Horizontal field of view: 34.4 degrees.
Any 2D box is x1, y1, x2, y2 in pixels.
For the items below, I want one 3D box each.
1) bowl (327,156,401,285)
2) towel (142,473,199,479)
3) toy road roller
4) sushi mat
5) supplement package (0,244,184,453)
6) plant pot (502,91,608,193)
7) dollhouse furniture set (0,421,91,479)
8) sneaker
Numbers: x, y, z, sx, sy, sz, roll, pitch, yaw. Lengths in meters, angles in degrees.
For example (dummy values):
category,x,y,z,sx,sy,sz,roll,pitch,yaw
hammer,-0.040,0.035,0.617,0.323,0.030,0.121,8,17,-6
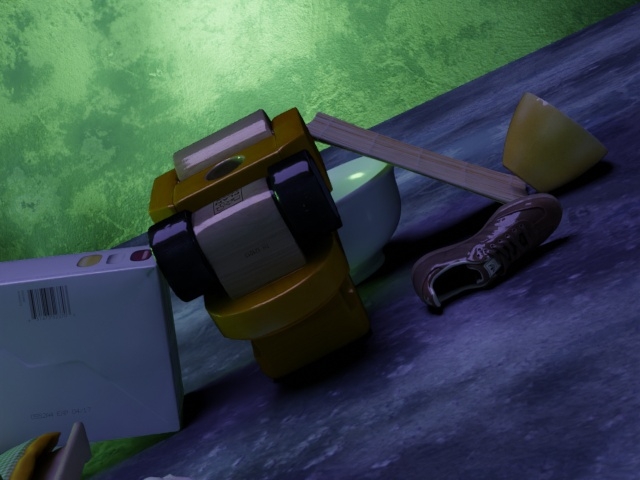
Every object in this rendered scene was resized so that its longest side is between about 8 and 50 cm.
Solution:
category,x,y,z,sx,sy,sz,roll,pitch,yaw
bowl,0.000,0.000,1.463,0.297,0.134,0.298,-26,11,5
towel,-0.196,0.289,0.853,0.282,0.049,0.187,-35,13,-33
toy road roller,-0.063,0.008,1.221,0.202,0.241,0.329,-26,25,5
sushi mat,0.130,-0.110,1.394,0.151,0.316,0.019,-71,0,-71
supplement package,-0.308,0.127,1.241,0.261,0.204,0.145,-7,10,-4
plant pot,0.295,-0.118,1.360,0.095,0.134,0.134,-54,9,7
dollhouse furniture set,-0.323,0.224,0.857,0.197,0.151,0.301,-24,18,5
sneaker,0.192,0.019,1.148,0.188,0.066,0.071,-32,27,8
